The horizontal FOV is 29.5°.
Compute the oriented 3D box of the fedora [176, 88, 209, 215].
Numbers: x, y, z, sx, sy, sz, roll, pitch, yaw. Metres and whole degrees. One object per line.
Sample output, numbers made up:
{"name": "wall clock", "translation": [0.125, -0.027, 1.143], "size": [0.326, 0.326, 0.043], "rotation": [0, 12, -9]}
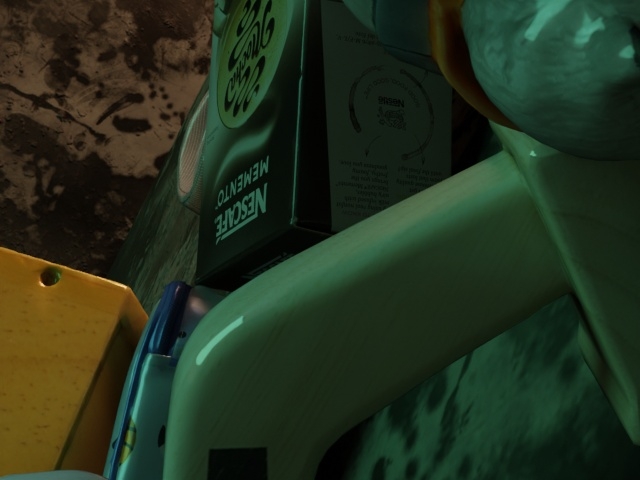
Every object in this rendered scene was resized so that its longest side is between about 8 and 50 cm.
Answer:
{"name": "fedora", "translation": [-0.074, -0.118, 1.328], "size": [0.276, 0.124, 0.243], "rotation": [-68, 14, -12]}

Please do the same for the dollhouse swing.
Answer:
{"name": "dollhouse swing", "translation": [-0.289, 0.226, 0.971], "size": [0.305, 0.315, 0.347], "rotation": [103, -176, -58]}

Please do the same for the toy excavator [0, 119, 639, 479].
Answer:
{"name": "toy excavator", "translation": [-0.061, 0.165, 0.503], "size": [0.222, 0.432, 0.445], "rotation": [-100, 9, -67]}

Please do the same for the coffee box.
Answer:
{"name": "coffee box", "translation": [0.002, -0.118, 0.861], "size": [0.168, 0.118, 0.297], "rotation": [-29, 55, 58]}

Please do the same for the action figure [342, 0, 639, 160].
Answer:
{"name": "action figure", "translation": [0.119, -0.161, 0.431], "size": [0.179, 0.341, 0.330], "rotation": [76, -165, -52]}

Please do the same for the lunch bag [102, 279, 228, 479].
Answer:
{"name": "lunch bag", "translation": [-0.104, 0.189, 0.849], "size": [0.243, 0.114, 0.303], "rotation": [136, 149, -76]}
